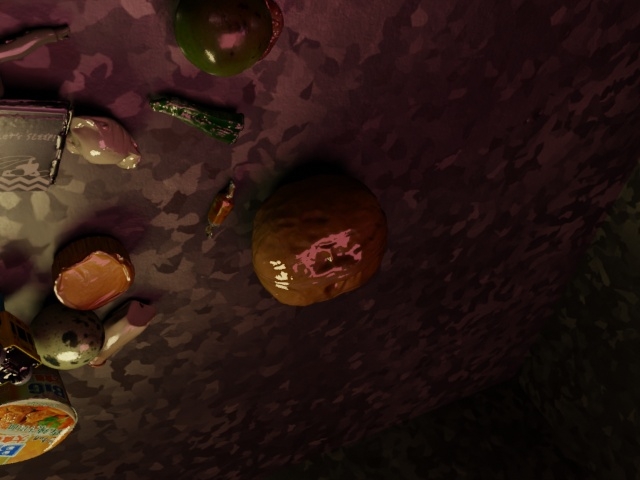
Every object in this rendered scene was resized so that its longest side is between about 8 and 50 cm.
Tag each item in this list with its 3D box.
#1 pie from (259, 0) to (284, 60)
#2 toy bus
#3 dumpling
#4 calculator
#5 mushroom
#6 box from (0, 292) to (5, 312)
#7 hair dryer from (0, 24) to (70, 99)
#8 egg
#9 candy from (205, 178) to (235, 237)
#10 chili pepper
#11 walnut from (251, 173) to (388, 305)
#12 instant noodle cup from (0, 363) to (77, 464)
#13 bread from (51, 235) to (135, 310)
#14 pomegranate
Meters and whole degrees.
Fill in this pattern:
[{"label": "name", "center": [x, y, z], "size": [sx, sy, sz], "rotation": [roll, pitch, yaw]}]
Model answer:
[{"label": "pie", "center": [-0.149, -0.456, 1.339], "size": [0.154, 0.038, 0.153], "rotation": [-18, 143, -15]}, {"label": "toy bus", "center": [-0.853, 0.308, 1.478], "size": [0.331, 0.151, 0.145], "rotation": [-26, 150, -7]}, {"label": "dumpling", "center": [-0.484, -0.211, 1.344], "size": [0.134, 0.099, 0.169], "rotation": [-6, 175, 23]}, {"label": "calculator", "center": [-0.608, -0.185, 1.272], "size": [0.166, 0.028, 0.274], "rotation": [-6, 149, -37]}, {"label": "mushroom", "center": [-0.584, 0.264, 1.782], "size": [0.247, 0.108, 0.096], "rotation": [-42, 101, 9]}, {"label": "box", "center": [-0.885, 0.193, 1.509], "size": [0.194, 0.073, 0.139], "rotation": [7, 129, -39]}, {"label": "hair dryer", "center": [-0.591, -0.369, 1.098], "size": [0.225, 0.088, 0.219], "rotation": [-43, 146, -2]}, {"label": "egg", "center": [-0.651, 0.248, 1.618], "size": [0.177, 0.228, 0.176], "rotation": [-8, 101, -50]}, {"label": "candy", "center": [-0.261, -0.086, 1.654], "size": [0.047, 0.053, 0.182], "rotation": [7, 126, -40]}, {"label": "chili pepper", "center": [-0.286, -0.281, 1.421], "size": [0.227, 0.059, 0.088], "rotation": [11, 130, -39]}, {"label": "walnut", "center": [0.000, 0.000, 1.719], "size": [0.398, 0.307, 0.354], "rotation": [-25, 143, -6]}, {"label": "instant noodle cup", "center": [-0.831, 0.432, 1.694], "size": [0.297, 0.214, 0.296], "rotation": [-19, 140, -17]}, {"label": "bread", "center": [-0.576, 0.079, 1.576], "size": [0.199, 0.104, 0.199], "rotation": [-18, 136, -19]}, {"label": "pomegranate", "center": [-0.175, -0.434, 1.209], "size": [0.190, 0.159, 0.240], "rotation": [28, 106, -19]}]
